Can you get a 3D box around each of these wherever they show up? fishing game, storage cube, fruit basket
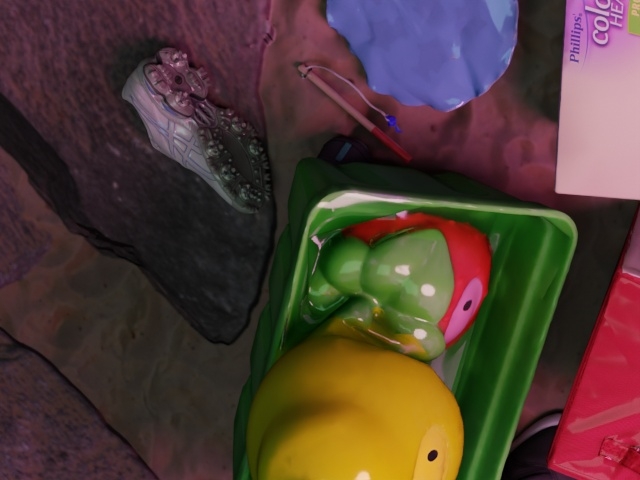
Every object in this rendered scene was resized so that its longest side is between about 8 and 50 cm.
[{"bbox_3d":[0.087,-0.203,1.535,0.189,0.041,0.264,40,128,9],"label":"fishing game"},{"bbox_3d":[0.320,0.106,1.515,0.184,0.215,0.193,20,114,9],"label":"storage cube"},{"bbox_3d":[0.055,0.136,1.487,0.283,0.392,0.392,5,122,-20],"label":"fruit basket"}]

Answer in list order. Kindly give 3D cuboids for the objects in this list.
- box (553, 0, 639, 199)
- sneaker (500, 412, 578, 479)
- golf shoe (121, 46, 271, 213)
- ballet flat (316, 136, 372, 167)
[{"bbox_3d":[0.318,-0.147,1.431,0.243,0.117,0.213,4,116,10],"label":"box"},{"bbox_3d":[0.161,0.303,1.701,0.104,0.147,0.296,34,122,-2],"label":"sneaker"},{"bbox_3d":[-0.117,-0.096,1.657,0.086,0.069,0.176,-25,103,48],"label":"golf shoe"},{"bbox_3d":[0.000,0.000,1.650,0.074,0.074,0.203,18,120,10],"label":"ballet flat"}]
